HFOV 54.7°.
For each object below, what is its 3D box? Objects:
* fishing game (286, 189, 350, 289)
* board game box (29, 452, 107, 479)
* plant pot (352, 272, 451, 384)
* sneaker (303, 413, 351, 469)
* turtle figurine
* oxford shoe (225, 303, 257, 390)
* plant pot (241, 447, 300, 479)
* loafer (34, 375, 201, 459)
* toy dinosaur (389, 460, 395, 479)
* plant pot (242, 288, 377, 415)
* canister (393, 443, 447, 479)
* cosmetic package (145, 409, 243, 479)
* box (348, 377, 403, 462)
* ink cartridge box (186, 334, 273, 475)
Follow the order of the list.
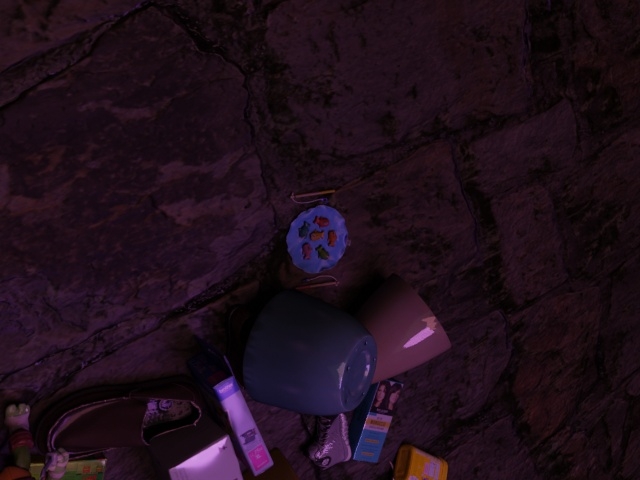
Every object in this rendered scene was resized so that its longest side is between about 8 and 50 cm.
[{"bbox_3d":[0.000,0.000,1.627,0.189,0.041,0.264,-5,102,-30],"label":"fishing game"},{"bbox_3d":[-0.565,0.512,1.336,0.181,0.043,0.092,10,93,-34],"label":"board game box"},{"bbox_3d":[0.167,0.273,1.684,0.274,0.256,0.256,-37,117,-6],"label":"plant pot"},{"bbox_3d":[0.007,0.538,1.700,0.132,0.086,0.228,-23,111,-26],"label":"sneaker"},{"bbox_3d":[-0.588,0.416,1.148,0.198,0.266,0.274,-40,142,-6],"label":"turtle figurine"},{"bbox_3d":[-0.180,0.277,1.522,0.083,0.096,0.227,-19,110,-32],"label":"oxford shoe"},{"bbox_3d":[-0.112,0.710,1.587,0.212,0.187,0.212,-32,115,-25],"label":"plant pot"},{"bbox_3d":[-0.425,0.386,1.354,0.366,0.130,0.133,-12,105,-32],"label":"loafer"},{"bbox_3d":[0.227,0.781,1.907,0.093,0.053,0.183,19,88,-33],"label":"toy dinosaur"},{"bbox_3d":[-0.005,0.284,1.493,0.293,0.235,0.292,-29,125,-53],"label":"plant pot"},{"bbox_3d":[0.312,0.718,1.927,0.170,0.073,0.126,34,58,-31],"label":"canister"},{"bbox_3d":[-0.295,0.511,1.431,0.151,0.184,0.151,-24,110,-28],"label":"cosmetic package"},{"bbox_3d":[0.153,0.516,1.806,0.101,0.060,0.244,21,87,-35],"label":"box"},{"bbox_3d":[-0.224,0.384,1.455,0.065,0.186,0.311,-27,112,-25],"label":"ink cartridge box"}]
